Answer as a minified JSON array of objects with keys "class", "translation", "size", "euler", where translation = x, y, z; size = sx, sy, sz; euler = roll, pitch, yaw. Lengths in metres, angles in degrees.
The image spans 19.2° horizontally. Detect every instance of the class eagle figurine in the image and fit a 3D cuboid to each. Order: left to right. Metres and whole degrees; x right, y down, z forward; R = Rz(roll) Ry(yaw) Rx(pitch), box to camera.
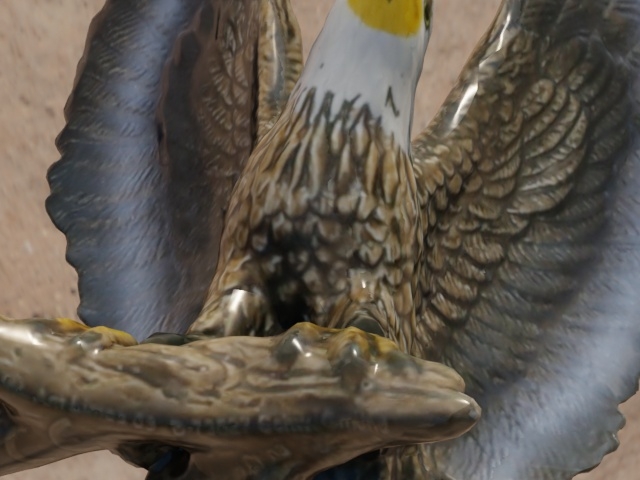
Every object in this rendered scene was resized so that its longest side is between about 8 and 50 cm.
[{"class":"eagle figurine","translation":[0.006,-0.008,0.593],"size":[0.225,0.298,0.226],"euler":[-39,99,24]}]
